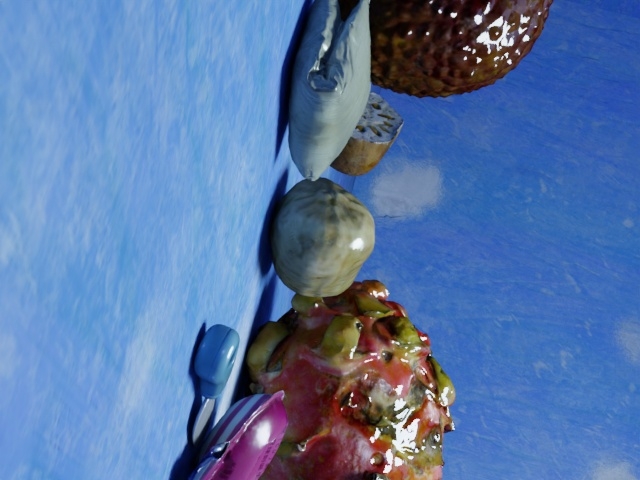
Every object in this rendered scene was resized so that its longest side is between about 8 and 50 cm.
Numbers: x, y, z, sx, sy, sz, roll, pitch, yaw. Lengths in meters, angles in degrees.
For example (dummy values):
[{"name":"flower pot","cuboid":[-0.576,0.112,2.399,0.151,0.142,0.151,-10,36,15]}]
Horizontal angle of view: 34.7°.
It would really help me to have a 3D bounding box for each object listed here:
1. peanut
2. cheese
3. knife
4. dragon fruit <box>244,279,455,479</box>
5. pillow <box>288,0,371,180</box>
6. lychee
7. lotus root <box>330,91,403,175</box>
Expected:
[{"name":"peanut","cuboid":[0.000,0.000,1.247,0.253,0.122,0.137,102,-6,-75]},{"name":"cheese","cuboid":[-0.097,0.224,1.055,0.155,0.062,0.244,-59,168,15]},{"name":"knife","cuboid":[-0.109,0.154,0.975,0.244,0.032,0.058,108,2,-54]},{"name":"dragon fruit","cuboid":[0.013,0.184,1.364,0.296,0.314,0.262,-27,120,-54]},{"name":"pillow","cuboid":[0.009,-0.159,1.048,0.181,0.078,0.134,97,9,-61]},{"name":"lychee","cuboid":[0.140,-0.293,1.201,0.260,0.261,0.260,15,90,-87]},{"name":"lotus root","cuboid":[0.049,-0.158,1.468,0.122,0.112,0.081,-55,177,-46]}]
